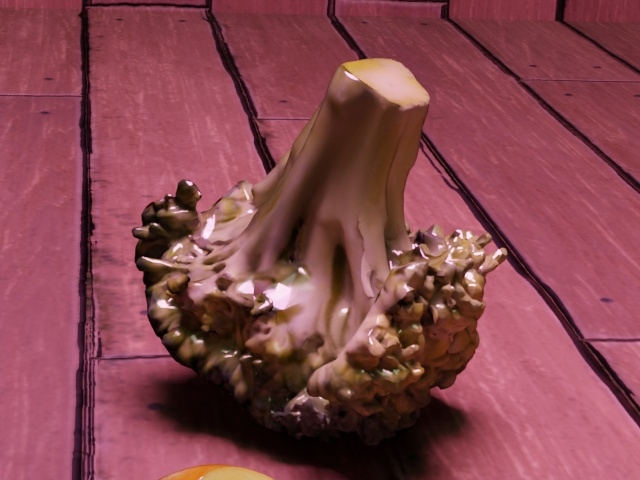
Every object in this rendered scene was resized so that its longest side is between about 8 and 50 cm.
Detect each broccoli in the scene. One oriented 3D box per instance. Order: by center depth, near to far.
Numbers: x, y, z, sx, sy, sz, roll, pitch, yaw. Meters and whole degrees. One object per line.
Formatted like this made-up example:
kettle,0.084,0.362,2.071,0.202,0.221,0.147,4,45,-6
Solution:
broccoli,0.000,0.000,0.969,0.247,0.243,0.263,17,25,0

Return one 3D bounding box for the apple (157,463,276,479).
apple,-0.052,0.167,0.710,0.114,0.099,0.102,31,29,2
